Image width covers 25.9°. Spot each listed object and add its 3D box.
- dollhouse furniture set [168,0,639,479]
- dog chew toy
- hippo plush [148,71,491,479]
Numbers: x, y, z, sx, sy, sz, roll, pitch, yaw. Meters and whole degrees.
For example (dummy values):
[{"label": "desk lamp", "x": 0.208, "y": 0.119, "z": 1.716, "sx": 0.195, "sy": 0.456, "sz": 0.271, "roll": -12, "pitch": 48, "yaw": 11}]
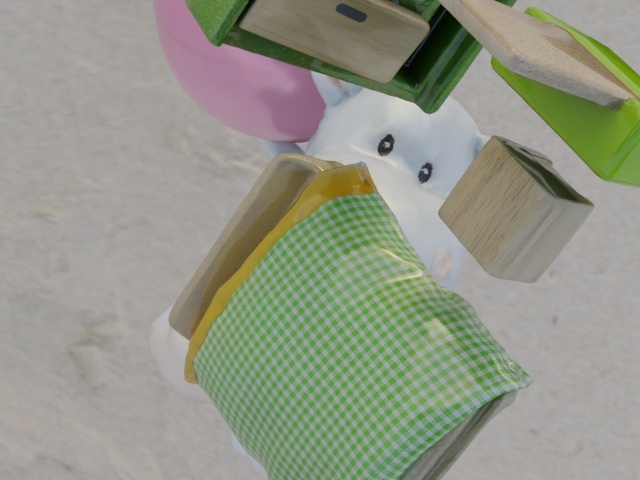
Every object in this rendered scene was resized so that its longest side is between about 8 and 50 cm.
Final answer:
[{"label": "dollhouse furniture set", "x": 0.000, "y": 0.000, "z": 0.676, "sx": 0.151, "sy": 0.197, "sz": 0.302, "roll": 14, "pitch": 120, "yaw": -42}, {"label": "dog chew toy", "x": -0.012, "y": -0.238, "z": 0.974, "sx": 0.206, "sy": 0.206, "sz": 0.332, "roll": -12, "pitch": 128, "yaw": -25}, {"label": "hippo plush", "x": 0.049, "y": 0.010, "z": 0.938, "sx": 0.234, "sy": 0.236, "sz": 0.294, "roll": 31, "pitch": 50, "yaw": -8}]
